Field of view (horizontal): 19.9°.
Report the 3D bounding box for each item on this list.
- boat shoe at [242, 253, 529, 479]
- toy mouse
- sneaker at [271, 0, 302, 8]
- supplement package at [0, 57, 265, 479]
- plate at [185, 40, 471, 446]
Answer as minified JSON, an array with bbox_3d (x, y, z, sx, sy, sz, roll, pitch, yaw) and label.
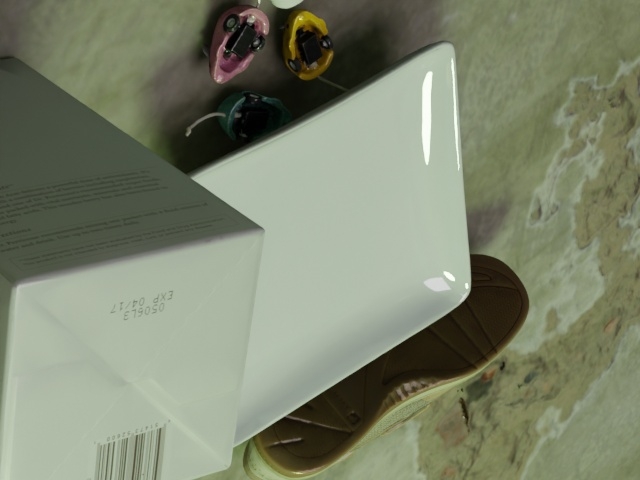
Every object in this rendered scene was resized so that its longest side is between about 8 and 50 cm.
[{"bbox_3d":[0.055,0.115,1.612,0.302,0.109,0.098,-35,172,-25],"label":"boat shoe"},{"bbox_3d":[-0.056,-0.128,1.386,0.143,0.031,0.161,-42,137,-15],"label":"toy mouse"},{"bbox_3d":[-0.028,-0.240,1.184,0.323,0.130,0.236,-63,154,-53],"label":"sneaker"},{"bbox_3d":[-0.198,0.023,1.154,0.177,0.293,0.175,-13,123,-37],"label":"supplement package"},{"bbox_3d":[0.000,0.000,1.468,0.277,0.045,0.278,-31,134,-25],"label":"plate"}]
